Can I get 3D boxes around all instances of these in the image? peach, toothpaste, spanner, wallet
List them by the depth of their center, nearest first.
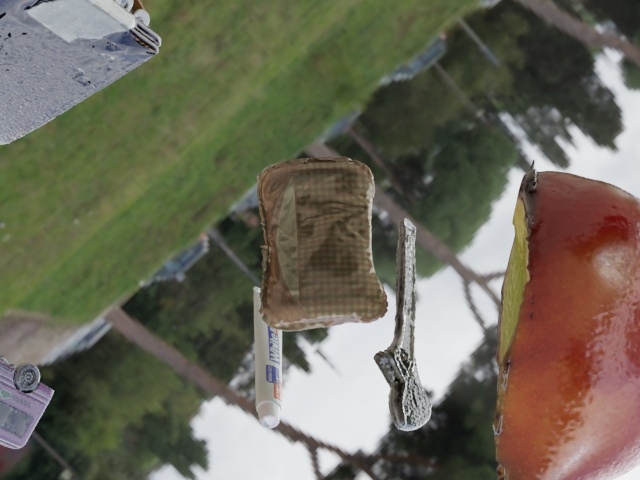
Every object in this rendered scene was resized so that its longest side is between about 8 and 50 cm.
[{"bbox_3d":[0.280,0.110,1.264,0.258,0.201,0.362,86,13,-61],"label":"peach"},{"bbox_3d":[-0.336,-0.203,1.337,0.262,0.221,0.071,-24,-125,25],"label":"wallet"},{"bbox_3d":[0.098,0.085,1.422,0.026,0.093,0.325,-25,-146,26],"label":"spanner"},{"bbox_3d":[-0.068,0.147,1.600,0.033,0.052,0.218,-39,-146,29],"label":"toothpaste"}]

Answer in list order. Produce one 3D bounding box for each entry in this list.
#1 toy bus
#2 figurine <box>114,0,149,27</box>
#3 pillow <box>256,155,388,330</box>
[{"bbox_3d":[-0.384,0.153,1.338,0.087,0.178,0.098,6,-114,48],"label":"toy bus"},{"bbox_3d":[-0.334,-0.286,1.728,0.271,0.143,0.143,-17,-155,39],"label":"figurine"},{"bbox_3d":[-0.003,0.000,1.343,0.135,0.211,0.034,-6,149,2],"label":"pillow"}]
